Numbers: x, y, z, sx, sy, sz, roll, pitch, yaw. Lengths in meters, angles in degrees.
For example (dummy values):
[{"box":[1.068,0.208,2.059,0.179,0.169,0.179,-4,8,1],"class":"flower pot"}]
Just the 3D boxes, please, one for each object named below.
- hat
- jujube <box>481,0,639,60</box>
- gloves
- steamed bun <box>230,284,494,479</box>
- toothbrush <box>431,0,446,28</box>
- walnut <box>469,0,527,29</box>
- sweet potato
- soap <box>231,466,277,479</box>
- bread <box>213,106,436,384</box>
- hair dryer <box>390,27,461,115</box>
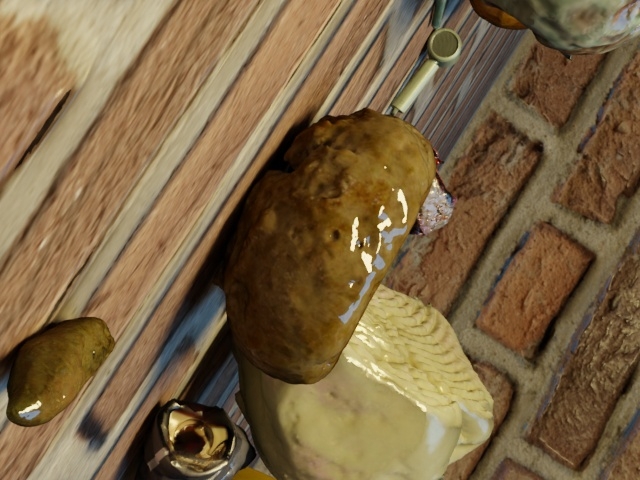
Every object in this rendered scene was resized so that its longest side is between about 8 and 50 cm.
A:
[{"box":[0.040,-0.023,1.619,0.227,0.129,0.140,-39,-166,-15],"class":"hat"},{"box":[0.247,-0.306,1.221,0.317,0.226,0.226,-60,174,21],"class":"jujube"},{"box":[-0.113,0.219,1.399,0.142,0.119,0.285,-44,155,-23],"class":"gloves"},{"box":[0.028,0.163,1.490,0.320,0.275,0.206,20,115,-47],"class":"steamed bun"},{"box":[0.121,-0.242,1.484,0.014,0.011,0.167,-53,173,-8],"class":"toothbrush"},{"box":[0.213,-0.282,1.586,0.116,0.116,0.207,-59,172,7],"class":"walnut"},{"box":[-0.133,0.062,0.767,0.041,0.038,0.153,-25,-173,10],"class":"sweet potato"},{"box":[-0.122,0.374,1.702,0.324,0.204,0.096,-48,157,-68],"class":"soap"},{"box":[0.000,0.000,1.167,0.230,0.123,0.230,-63,176,-7],"class":"bread"},{"box":[0.113,-0.181,1.652,0.124,0.038,0.063,-53,175,2],"class":"hair dryer"}]
